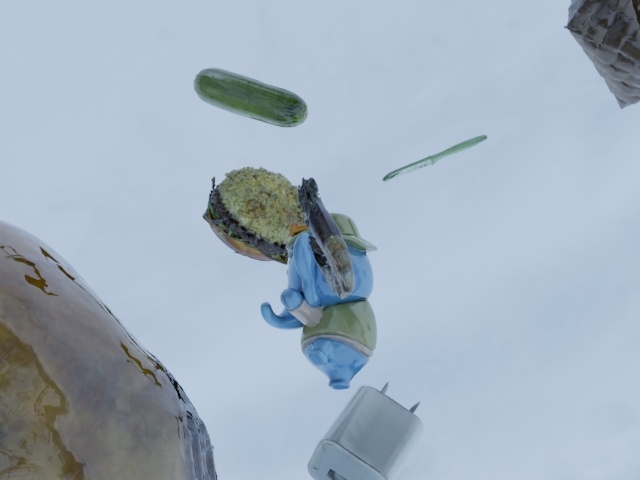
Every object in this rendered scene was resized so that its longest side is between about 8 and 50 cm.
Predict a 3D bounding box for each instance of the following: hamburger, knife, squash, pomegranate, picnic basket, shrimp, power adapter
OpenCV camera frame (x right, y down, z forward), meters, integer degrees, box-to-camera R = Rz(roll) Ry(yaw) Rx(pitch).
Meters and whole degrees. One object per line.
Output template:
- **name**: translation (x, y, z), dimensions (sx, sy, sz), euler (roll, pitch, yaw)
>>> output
- **hamburger**: translation (-0.129, -0.061, 1.801), dimensions (0.243, 0.261, 0.138), euler (28, 120, -10)
- **knife**: translation (0.195, -0.139, 1.435), dimensions (0.207, 0.030, 0.014), euler (-22, 72, -17)
- **squash**: translation (-0.126, -0.250, 1.495), dimensions (0.239, 0.069, 0.069), euler (21, 100, 23)
- **pomegranate**: translation (-0.214, 0.142, 0.496), dimensions (0.322, 0.322, 0.322), euler (1, 98, 4)
- **picnic basket**: translation (0.691, -0.457, 1.675), dimensions (0.337, 0.337, 0.293), euler (17, 61, 2)
- **shrimp**: translation (0.000, 0.000, 1.053), dimensions (0.034, 0.091, 0.161), euler (-14, 70, -22)
- **power adapter**: translation (0.090, 0.313, 1.380), dimensions (0.130, 0.205, 0.125), euler (33, 135, 13)

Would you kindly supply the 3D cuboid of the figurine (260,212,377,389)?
- **figurine**: translation (0.010, 0.083, 1.298), dimensions (0.180, 0.154, 0.262), euler (20, 61, -24)
